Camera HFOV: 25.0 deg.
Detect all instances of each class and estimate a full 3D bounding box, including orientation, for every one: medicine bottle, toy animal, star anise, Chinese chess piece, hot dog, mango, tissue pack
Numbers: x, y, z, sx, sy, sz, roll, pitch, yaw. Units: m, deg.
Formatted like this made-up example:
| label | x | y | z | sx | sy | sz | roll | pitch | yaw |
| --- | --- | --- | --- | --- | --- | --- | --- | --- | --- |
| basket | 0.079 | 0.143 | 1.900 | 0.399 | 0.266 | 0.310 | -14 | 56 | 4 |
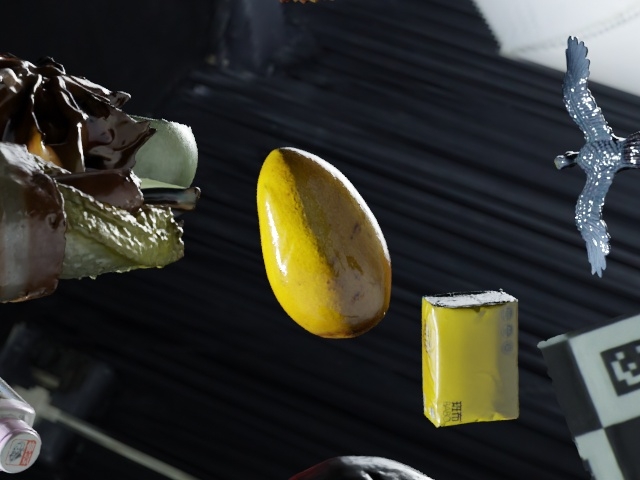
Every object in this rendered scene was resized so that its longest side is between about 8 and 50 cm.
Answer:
| label | x | y | z | sx | sy | sz | roll | pitch | yaw |
| --- | --- | --- | --- | --- | --- | --- | --- | --- | --- |
| medicine bottle | -0.441 | 0.226 | 1.882 | 0.115 | 0.219 | 0.078 | 7 | -73 | -42 |
| toy animal | 0.255 | -0.076 | 1.290 | 0.062 | 0.108 | 0.220 | -10 | -83 | -53 |
| star anise | -0.233 | -0.075 | 1.299 | 0.148 | 0.237 | 0.346 | -54 | -34 | 14 |
| Chinese chess piece | -0.315 | -0.135 | 2.239 | 0.250 | 0.250 | 0.101 | 14 | -99 | -70 |
| hot dog | -0.211 | -0.016 | 0.870 | 0.261 | 0.123 | 0.093 | -11 | -57 | -29 |
| mango | 0.000 | 0.000 | 1.543 | 0.145 | 0.112 | 0.219 | -35 | -72 | -44 |
| tissue pack | 0.196 | 0.154 | 1.900 | 0.082 | 0.120 | 0.169 | -127 | 34 | -73 |

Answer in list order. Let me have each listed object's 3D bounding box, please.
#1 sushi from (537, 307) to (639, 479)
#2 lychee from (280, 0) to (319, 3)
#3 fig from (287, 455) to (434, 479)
| label | x | y | z | sx | sy | sz | roll | pitch | yaw |
| --- | --- | --- | --- | --- | --- | --- | --- | --- | --- |
| sushi | 0.338 | 0.131 | 0.785 | 0.064 | 0.359 | 0.343 | 66 | -174 | -59 |
| lychee | -0.020 | -0.274 | 1.139 | 0.188 | 0.188 | 0.188 | -52 | -26 | -38 |
| fig | 0.079 | 0.293 | 1.410 | 0.186 | 0.249 | 0.204 | -118 | 3 | -85 |
